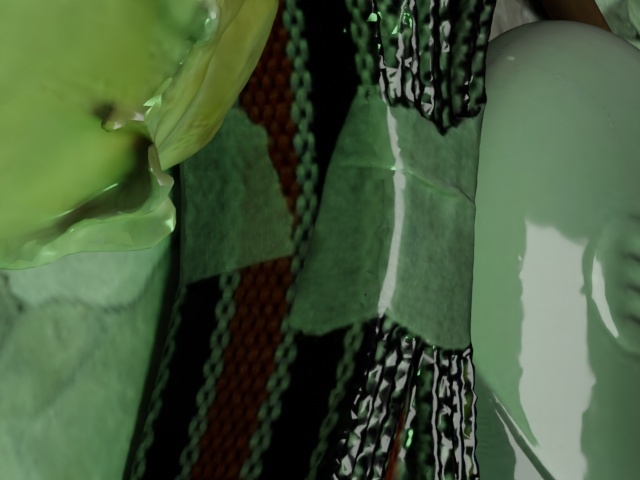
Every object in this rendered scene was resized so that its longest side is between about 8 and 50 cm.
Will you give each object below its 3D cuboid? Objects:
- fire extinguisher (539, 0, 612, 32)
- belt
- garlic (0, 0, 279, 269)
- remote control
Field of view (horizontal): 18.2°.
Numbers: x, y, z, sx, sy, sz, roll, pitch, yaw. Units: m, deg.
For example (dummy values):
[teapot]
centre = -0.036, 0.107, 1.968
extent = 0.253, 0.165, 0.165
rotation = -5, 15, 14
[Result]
[fire extinguisher]
centre = 0.108, -0.095, 0.858
extent = 0.028, 0.022, 0.083
rotation = -41, 128, -7
[belt]
centre = 0.000, 0.000, 0.611
extent = 0.126, 0.094, 0.359
rotation = 19, 70, -56
[garlic]
centre = -0.077, -0.145, 0.447
extent = 0.184, 0.203, 0.281
rotation = -71, -176, -70
[remote control]
centre = 0.098, 0.081, 0.738
extent = 0.221, 0.103, 0.332
rotation = 19, 71, -52
